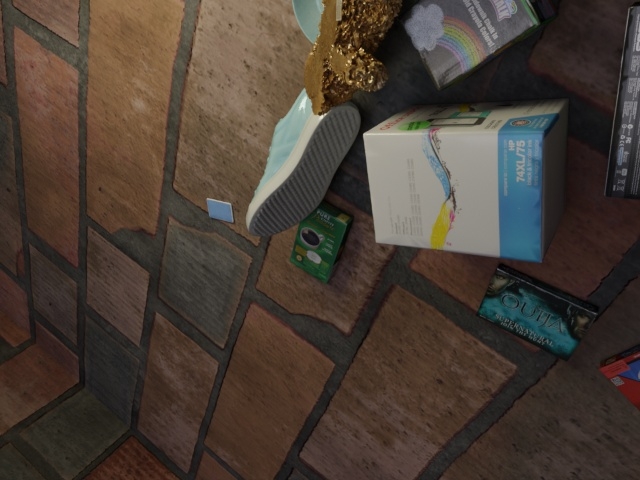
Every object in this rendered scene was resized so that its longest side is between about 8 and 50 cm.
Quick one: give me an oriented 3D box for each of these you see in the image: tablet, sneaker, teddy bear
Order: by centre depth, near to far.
[{"bbox_3d":[0.066,-0.342,0.790,0.245,0.113,0.338,-114,28,-45],"label":"teddy bear"},{"bbox_3d":[-0.053,-0.166,1.069,0.366,0.135,0.150,-50,47,30],"label":"sneaker"},{"bbox_3d":[-0.260,-0.078,1.342,0.083,0.006,0.054,13,122,28],"label":"tablet"}]

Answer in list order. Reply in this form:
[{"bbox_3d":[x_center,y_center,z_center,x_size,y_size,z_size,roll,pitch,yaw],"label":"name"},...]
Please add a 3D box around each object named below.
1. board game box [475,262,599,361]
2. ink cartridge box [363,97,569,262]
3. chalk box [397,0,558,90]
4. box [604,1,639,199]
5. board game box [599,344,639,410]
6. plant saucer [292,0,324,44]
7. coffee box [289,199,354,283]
[{"bbox_3d":[0.402,0.135,0.977,0.186,0.026,0.126,26,128,21],"label":"board game box"},{"bbox_3d":[0.238,-0.107,0.841,0.269,0.198,0.197,6,119,32],"label":"ink cartridge box"},{"bbox_3d":[0.248,-0.339,0.750,0.213,0.132,0.133,-27,97,41],"label":"chalk box"},{"bbox_3d":[0.518,-0.180,0.693,0.216,0.060,0.270,9,120,31],"label":"box"},{"bbox_3d":[0.632,0.206,0.853,0.145,0.027,0.281,46,132,4],"label":"board game box"},{"bbox_3d":[0.038,-0.430,0.909,0.194,0.037,0.195,17,123,28],"label":"plant saucer"},{"bbox_3d":[0.000,0.000,1.178,0.113,0.040,0.184,30,129,18],"label":"coffee box"}]
